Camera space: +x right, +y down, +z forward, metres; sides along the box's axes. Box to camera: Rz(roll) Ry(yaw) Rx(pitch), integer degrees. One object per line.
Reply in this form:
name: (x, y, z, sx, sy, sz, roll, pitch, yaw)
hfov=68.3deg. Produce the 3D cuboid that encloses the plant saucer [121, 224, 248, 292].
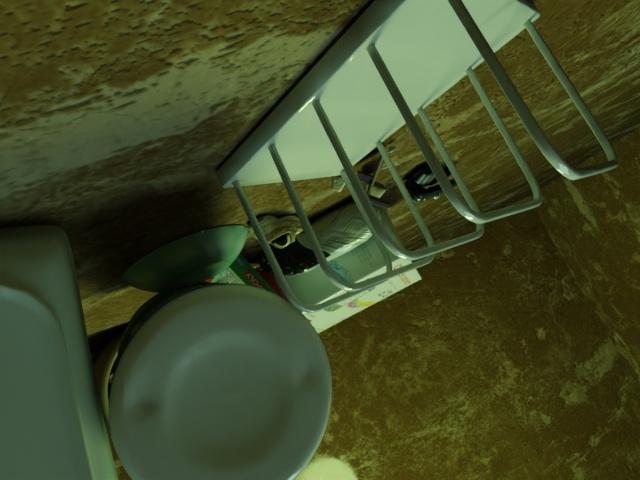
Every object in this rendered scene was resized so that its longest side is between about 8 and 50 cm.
plant saucer: (-0.190, 0.038, 0.698, 0.195, 0.037, 0.195, -25, 169, -5)

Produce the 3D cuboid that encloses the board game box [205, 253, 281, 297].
board game box: (-0.188, 0.173, 0.902, 0.317, 0.213, 0.046, -34, -166, 35)

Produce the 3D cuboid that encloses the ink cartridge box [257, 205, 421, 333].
ink cartridge box: (0.038, 0.078, 0.990, 0.306, 0.131, 0.226, -28, 157, 9)

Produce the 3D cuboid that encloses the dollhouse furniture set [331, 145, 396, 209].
dollhouse furniture set: (0.068, -0.107, 0.686, 0.114, 0.091, 0.081, -80, -172, -75)

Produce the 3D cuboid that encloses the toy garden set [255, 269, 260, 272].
toy garden set: (-0.020, 0.035, 1.071, 0.244, 0.049, 0.204, -34, 167, 38)

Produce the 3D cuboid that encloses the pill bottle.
pill bottle: (-0.142, 0.153, 0.577, 0.204, 0.204, 0.361, -22, -176, -21)

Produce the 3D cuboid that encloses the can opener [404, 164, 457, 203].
can opener: (0.223, -0.109, 0.914, 0.073, 0.059, 0.186, -34, 167, 37)

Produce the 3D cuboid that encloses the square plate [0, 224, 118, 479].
square plate: (-0.280, 0.171, 0.274, 0.049, 0.344, 0.347, -11, -179, 36)

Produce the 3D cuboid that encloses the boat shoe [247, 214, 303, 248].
boat shoe: (-0.064, -0.010, 0.736, 0.050, 0.045, 0.135, -31, 169, 25)

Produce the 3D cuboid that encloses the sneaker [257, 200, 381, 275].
sneaker: (0.000, 0.000, 0.856, 0.237, 0.085, 0.086, -23, 178, 3)

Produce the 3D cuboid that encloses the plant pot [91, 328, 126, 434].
plant pot: (-0.410, 0.312, 1.058, 0.229, 0.263, 0.263, -12, -178, 40)

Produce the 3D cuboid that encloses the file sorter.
file sorter: (0.079, -0.069, 0.433, 0.193, 0.173, 0.277, -14, 165, -48)
